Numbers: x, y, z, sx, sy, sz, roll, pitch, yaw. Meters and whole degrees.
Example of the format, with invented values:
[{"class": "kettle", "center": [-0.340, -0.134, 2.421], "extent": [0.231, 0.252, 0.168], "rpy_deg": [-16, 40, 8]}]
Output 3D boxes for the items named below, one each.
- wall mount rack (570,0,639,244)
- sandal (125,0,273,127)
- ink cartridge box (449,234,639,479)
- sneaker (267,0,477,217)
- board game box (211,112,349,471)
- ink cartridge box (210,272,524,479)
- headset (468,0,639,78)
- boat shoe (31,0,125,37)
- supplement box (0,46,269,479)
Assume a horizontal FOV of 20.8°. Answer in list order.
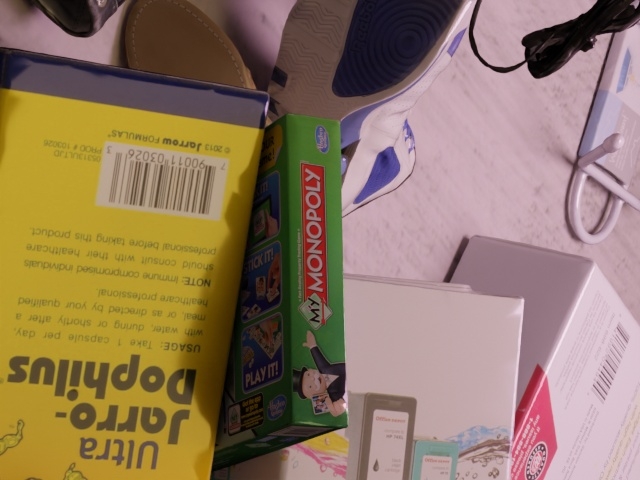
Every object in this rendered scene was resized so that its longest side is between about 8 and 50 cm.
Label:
[{"class": "wall mount rack", "center": [0.378, -0.168, 2.010], "extent": [0.304, 0.130, 0.350], "rpy_deg": [28, 76, -53]}, {"class": "sandal", "center": [-0.080, -0.097, 1.444], "extent": [0.088, 0.079, 0.240], "rpy_deg": [-43, 96, -9]}, {"class": "ink cartridge box", "center": [0.248, 0.214, 1.916], "extent": [0.384, 0.160, 0.279], "rpy_deg": [48, 62, -48]}, {"class": "sneaker", "center": [0.030, -0.124, 1.526], "extent": [0.315, 0.127, 0.182], "rpy_deg": [-56, 166, 24]}, {"class": "board game box", "center": [-0.078, 0.057, 1.273], "extent": [0.046, 0.317, 0.213], "rpy_deg": [6, 72, -28]}, {"class": "ink cartridge box", "center": [0.016, 0.163, 1.335], "extent": [0.197, 0.198, 0.270], "rpy_deg": [7, 85, -25]}, {"class": "headset", "center": [0.091, -0.305, 1.327], "extent": [0.243, 0.185, 0.394], "rpy_deg": [-35, 95, -46]}, {"class": "boat shoe", "center": [-0.210, -0.261, 1.200], "extent": [0.335, 0.121, 0.119], "rpy_deg": [49, 56, -50]}, {"class": "supplement box", "center": [-0.185, 0.052, 1.216], "extent": [0.195, 0.194, 0.356], "rpy_deg": [7, 94, -29]}]
